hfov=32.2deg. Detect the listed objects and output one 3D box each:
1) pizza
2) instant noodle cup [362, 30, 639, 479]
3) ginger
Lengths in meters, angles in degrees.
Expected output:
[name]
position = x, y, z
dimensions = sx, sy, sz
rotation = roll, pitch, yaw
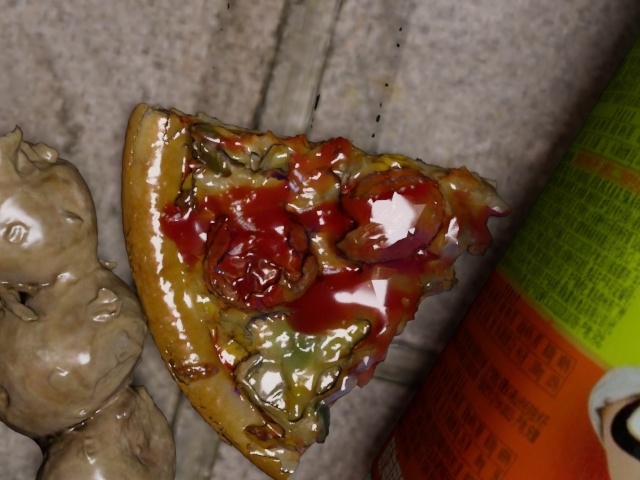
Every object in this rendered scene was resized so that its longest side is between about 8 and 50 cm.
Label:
[pizza]
position = 0.000, 0.000, 0.546
dimensions = 0.193, 0.053, 0.201
rotation = -29, 96, -4
[instant noodle cup]
position = 0.186, 0.060, 0.479
dimensions = 0.294, 0.294, 0.308
rotation = 35, 96, -7
[ginger]
position = -0.125, 0.050, 0.524
dimensions = 0.104, 0.080, 0.204
rotation = -22, 96, 28
